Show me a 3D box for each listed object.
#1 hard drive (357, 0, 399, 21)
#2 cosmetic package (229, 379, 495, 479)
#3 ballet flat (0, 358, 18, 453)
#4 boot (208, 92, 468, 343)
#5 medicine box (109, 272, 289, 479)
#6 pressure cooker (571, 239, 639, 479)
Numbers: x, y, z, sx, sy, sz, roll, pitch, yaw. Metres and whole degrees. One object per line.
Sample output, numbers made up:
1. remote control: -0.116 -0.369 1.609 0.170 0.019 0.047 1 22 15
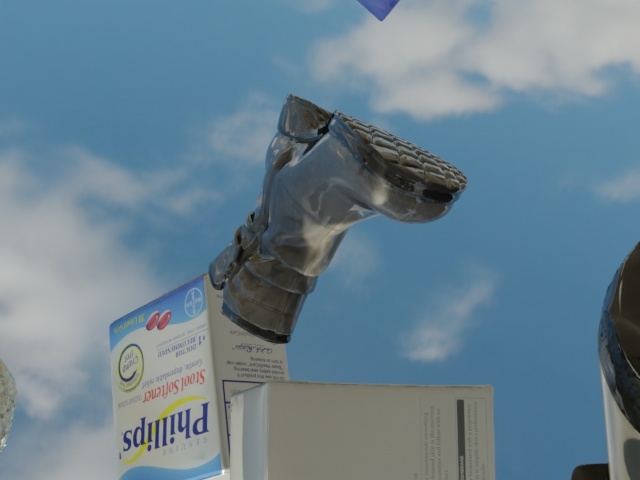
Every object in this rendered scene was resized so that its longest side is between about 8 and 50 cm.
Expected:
1. hard drive: -0.012 -0.326 0.561 0.318 0.210 0.040 40 -148 -6
2. cosmetic package: 0.031 0.219 0.903 0.224 0.224 0.138 5 -104 -13
3. ballet flat: -0.567 0.368 1.338 0.146 0.147 0.409 20 -109 8
4. boot: 0.000 0.000 0.792 0.118 0.223 0.338 24 -174 -17
5. medicine box: -0.186 0.232 1.346 0.149 0.263 0.290 14 -120 -43
6. pressure cooker: 0.445 0.200 0.770 0.375 0.421 0.370 -32 -141 -18
